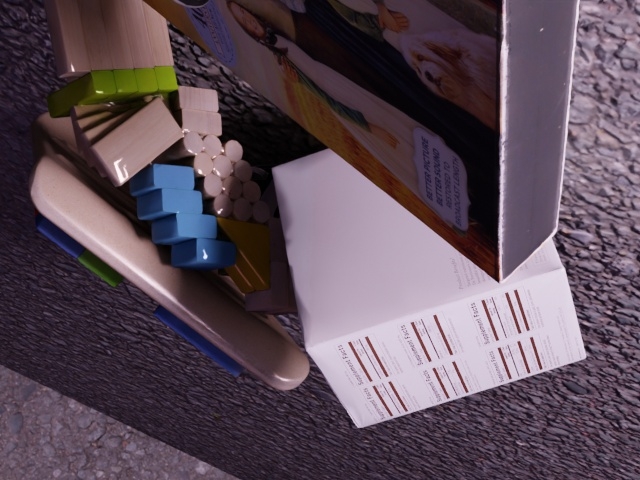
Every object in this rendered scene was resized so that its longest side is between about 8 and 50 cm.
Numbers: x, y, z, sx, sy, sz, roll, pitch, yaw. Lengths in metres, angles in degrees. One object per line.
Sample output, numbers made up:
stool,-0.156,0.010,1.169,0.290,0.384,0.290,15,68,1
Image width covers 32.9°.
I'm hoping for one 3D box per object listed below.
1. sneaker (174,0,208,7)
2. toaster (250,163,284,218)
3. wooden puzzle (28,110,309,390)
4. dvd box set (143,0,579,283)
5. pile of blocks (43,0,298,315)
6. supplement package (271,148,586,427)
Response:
sneaker,-0.092,-0.181,0.678,0.037,0.032,0.083,24,152,56
toaster,0.000,0.000,1.134,0.168,0.110,0.185,0,145,43
wooden puzzle,-0.180,0.012,1.124,0.322,0.080,0.348,39,-175,-20
dvd box set,-0.026,-0.184,0.669,0.420,0.062,0.307,41,163,26
pile of blocks,-0.151,-0.066,0.973,0.113,0.149,0.362,-15,111,49
supplement package,0.088,0.019,0.911,0.203,0.194,0.149,-18,141,8
